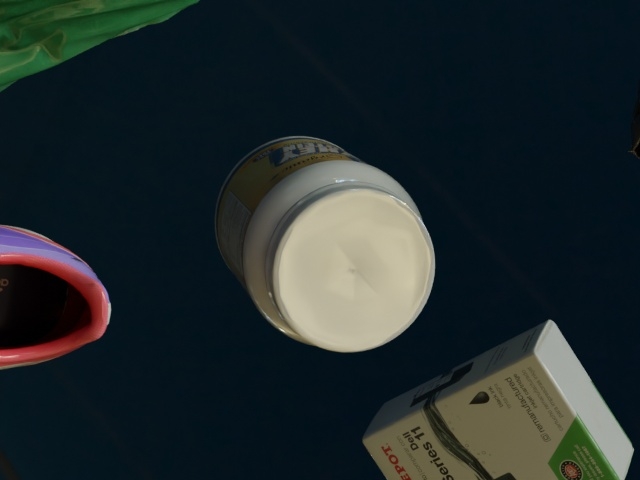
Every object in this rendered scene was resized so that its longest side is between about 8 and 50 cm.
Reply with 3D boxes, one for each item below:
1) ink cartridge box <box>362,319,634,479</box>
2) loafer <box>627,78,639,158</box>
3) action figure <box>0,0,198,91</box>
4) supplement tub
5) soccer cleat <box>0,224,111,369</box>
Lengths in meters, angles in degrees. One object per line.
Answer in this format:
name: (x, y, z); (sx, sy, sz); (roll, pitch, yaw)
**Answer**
ink cartridge box: (0.167, 0.195, 1.087); (0.208, 0.087, 0.153); (-32, -87, 29)
loafer: (0.289, -0.086, 0.840); (0.080, 0.220, 0.078); (18, -87, -1)
action figure: (-0.167, -0.190, 0.845); (0.232, 0.063, 0.137); (-21, -30, -14)
supplement tub: (0.000, 0.000, 0.895); (0.144, 0.199, 0.144); (-4, -76, -15)
soccer cleat: (-0.276, 0.030, 0.638); (0.318, 0.109, 0.116); (3, 2, -33)
